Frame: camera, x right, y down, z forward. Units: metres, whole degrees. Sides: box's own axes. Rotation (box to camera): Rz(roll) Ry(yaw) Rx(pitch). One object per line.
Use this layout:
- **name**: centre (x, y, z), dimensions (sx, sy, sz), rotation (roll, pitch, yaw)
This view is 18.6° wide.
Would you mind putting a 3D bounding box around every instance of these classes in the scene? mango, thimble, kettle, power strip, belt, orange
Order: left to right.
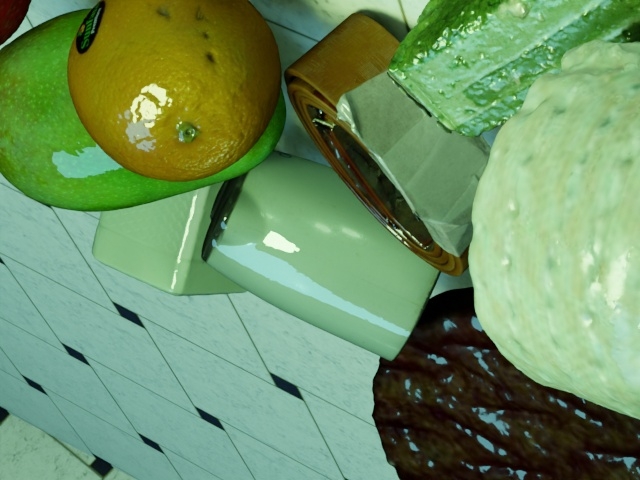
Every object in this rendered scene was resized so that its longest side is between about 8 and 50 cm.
- **mango**: centre (-0.196, -0.129, 1.982), dimensions (0.382, 0.225, 0.201), rotation (9, 122, 38)
- **orange**: centre (-0.130, -0.147, 1.755), dimensions (0.206, 0.206, 0.206), rotation (31, 160, 12)
- **power strip**: centre (-0.141, -0.064, 2.158), dimensions (0.139, 0.224, 0.140), rotation (22, -168, 34)
- **kettle**: centre (0.000, 0.000, 2.042), dimensions (0.236, 0.161, 0.221), rotation (23, -168, -4)
- **belt**: centre (0.077, -0.082, 1.791), dimensions (0.184, 0.105, 0.261), rotation (32, 161, 53)
- **thimble**: centre (0.260, -0.009, 1.451), dimensions (0.195, 0.291, 0.291), rotation (17, 154, 45)

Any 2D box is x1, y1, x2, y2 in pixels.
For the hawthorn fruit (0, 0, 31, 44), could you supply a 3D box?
- **hawthorn fruit**: centre (-0.404, -0.294, 1.937), dimensions (0.254, 0.254, 0.300), rotation (35, 158, 1)

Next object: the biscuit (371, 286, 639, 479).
- **biscuit**: centre (0.240, 0.219, 2.128), dimensions (0.407, 0.091, 0.407), rotation (24, 137, 24)

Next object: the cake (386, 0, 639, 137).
- **cake**: centre (0.173, -0.179, 1.561), dimensions (0.100, 0.099, 0.235), rotation (42, 138, -18)
